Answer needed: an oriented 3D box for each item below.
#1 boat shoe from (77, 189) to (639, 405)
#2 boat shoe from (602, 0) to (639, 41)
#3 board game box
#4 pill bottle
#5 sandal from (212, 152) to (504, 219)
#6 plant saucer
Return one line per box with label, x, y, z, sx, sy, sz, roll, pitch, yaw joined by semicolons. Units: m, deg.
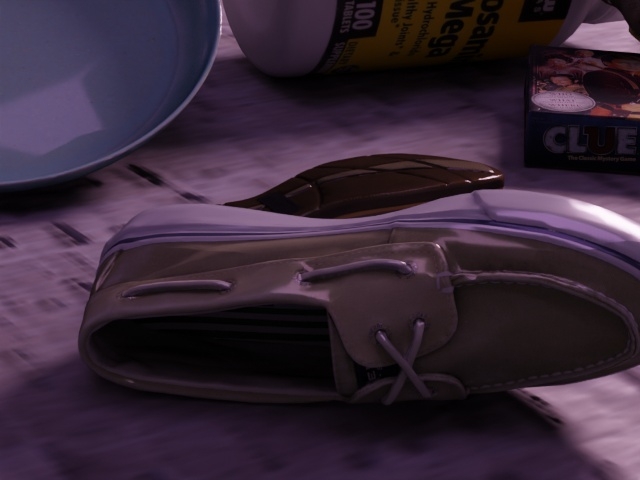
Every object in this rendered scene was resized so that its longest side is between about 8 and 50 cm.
boat shoe;0.027;0.043;0.865;0.302;0.109;0.094;-1;36;16
boat shoe;0.342;-0.172;1.366;0.305;0.109;0.091;13;46;-28
board game box;0.269;-0.091;1.261;0.243;0.042;0.165;5;22;4
pill bottle;0.101;-0.234;1.399;0.334;0.188;0.188;-8;25;-23
sandal;0.000;0.000;1.004;0.219;0.060;0.090;-20;22;-15
plant saucer;-0.226;-0.143;1.188;0.317;0.044;0.317;3;50;-4
